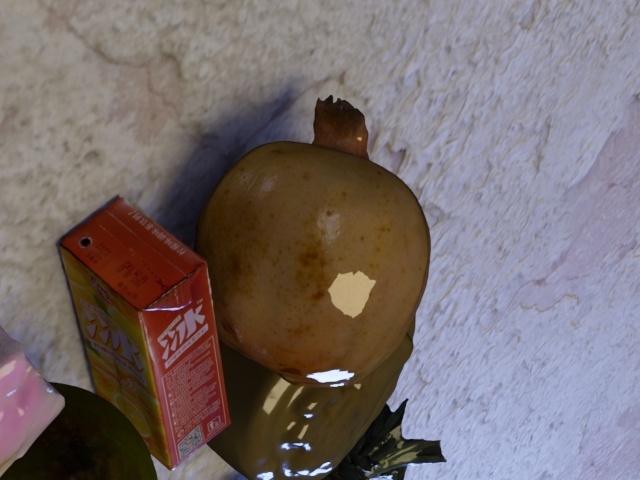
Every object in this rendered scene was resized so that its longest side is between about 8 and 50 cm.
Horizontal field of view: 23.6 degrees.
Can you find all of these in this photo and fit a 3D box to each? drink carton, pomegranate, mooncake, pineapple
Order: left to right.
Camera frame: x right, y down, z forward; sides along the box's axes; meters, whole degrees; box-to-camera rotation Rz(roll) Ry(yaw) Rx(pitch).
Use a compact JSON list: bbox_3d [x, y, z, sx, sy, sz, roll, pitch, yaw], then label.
[{"bbox_3d":[-0.133,0.078,1.194,0.071,0.096,0.223,-39,149,-26],"label":"drink carton"},{"bbox_3d":[-0.011,0.136,1.435,0.235,0.117,0.234,-39,147,-32],"label":"mooncake"},{"bbox_3d":[-0.004,0.016,1.215,0.207,0.207,0.207,-38,148,-29],"label":"pomegranate"},{"bbox_3d":[0.011,0.268,1.615,0.277,0.119,0.130,-30,125,-41],"label":"pineapple"}]

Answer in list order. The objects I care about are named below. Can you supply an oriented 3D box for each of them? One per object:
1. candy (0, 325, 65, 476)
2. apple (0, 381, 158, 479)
[{"bbox_3d":[-0.302,0.137,0.934,0.265,0.155,0.115,-44,147,-20],"label":"candy"},{"bbox_3d":[-0.208,0.192,1.115,0.196,0.196,0.157,93,11,-45],"label":"apple"}]
